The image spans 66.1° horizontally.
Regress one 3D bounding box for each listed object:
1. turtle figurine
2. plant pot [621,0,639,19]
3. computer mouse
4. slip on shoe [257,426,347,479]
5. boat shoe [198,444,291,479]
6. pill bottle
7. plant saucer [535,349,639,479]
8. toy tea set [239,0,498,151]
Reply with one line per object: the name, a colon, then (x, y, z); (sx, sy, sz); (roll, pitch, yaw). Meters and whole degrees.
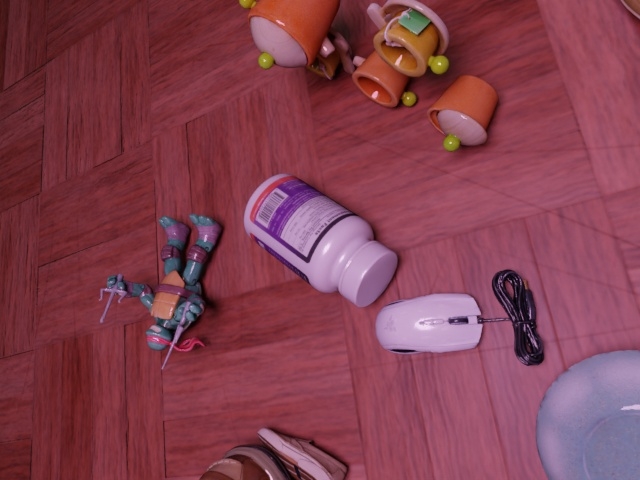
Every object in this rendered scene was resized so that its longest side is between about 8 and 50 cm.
turtle figurine: (-0.232, 0.076, 0.745); (0.175, 0.118, 0.234); (6, 65, 15)
plant pot: (0.436, -0.312, 0.513); (0.236, 0.032, 0.236); (-7, 75, 27)
computer mouse: (0.148, 0.097, 0.570); (0.193, 0.042, 0.106); (-12, 74, 26)
slip on shoe: (-0.026, 0.273, 0.628); (0.135, 0.041, 0.051); (13, 126, 44)
boat shoe: (-0.050, 0.398, 0.553); (0.122, 0.120, 0.324); (-44, 69, 16)
pill bottle: (0.000, 0.000, 0.637); (0.193, 0.108, 0.108); (35, 96, 30)
plant saucer: (0.293, 0.198, 0.440); (0.195, 0.037, 0.195); (1, 93, 34)
toy tea set: (0.051, -0.204, 0.609); (0.336, 0.200, 0.124); (31, 86, 26)
